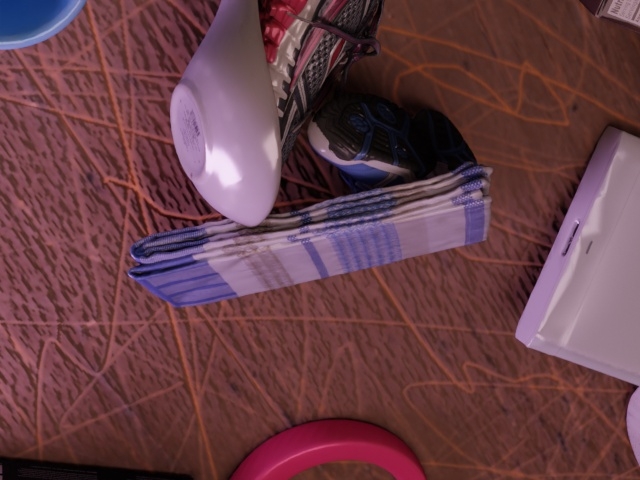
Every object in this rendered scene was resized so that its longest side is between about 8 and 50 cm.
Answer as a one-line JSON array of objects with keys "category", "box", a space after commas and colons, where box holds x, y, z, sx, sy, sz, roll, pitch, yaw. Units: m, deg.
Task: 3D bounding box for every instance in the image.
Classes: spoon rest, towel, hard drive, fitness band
[{"category": "spoon rest", "box": [-0.077, -0.145, 1.213, 0.084, 0.137, 0.276, -13, 79, -23]}, {"category": "towel", "box": [0.000, 0.000, 1.326, 0.285, 0.209, 0.034, -13, 79, 4]}, {"category": "hard drive", "box": [0.347, 0.045, 1.484, 0.307, 0.040, 0.203, 20, 98, -21]}, {"category": "fitness band", "box": [-0.011, 0.297, 1.569, 0.209, 0.054, 0.291, 19, 112, -18]}]

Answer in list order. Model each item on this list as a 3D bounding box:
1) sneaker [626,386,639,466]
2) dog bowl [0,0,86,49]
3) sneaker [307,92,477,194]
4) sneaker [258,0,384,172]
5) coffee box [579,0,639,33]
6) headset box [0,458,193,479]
[{"category": "sneaker", "box": [0.360, 0.206, 1.592, 0.094, 0.080, 0.212, -30, 121, -17]}, {"category": "dog bowl", "box": [-0.271, -0.260, 1.186, 0.166, 0.074, 0.297, -34, 119, 8]}, {"category": "sneaker", "box": [0.049, -0.061, 1.319, 0.081, 0.080, 0.211, -38, 157, 23]}, {"category": "sneaker", "box": [-0.013, -0.145, 1.281, 0.112, 0.121, 0.299, 5, 123, -29]}, {"category": "coffee box", "box": [0.311, -0.181, 1.211, 0.246, 0.141, 0.098, 19, 108, -12]}, {"category": "headset box", "box": [-0.253, 0.351, 1.496, 0.246, 0.131, 0.283, 9, 117, -16]}]
